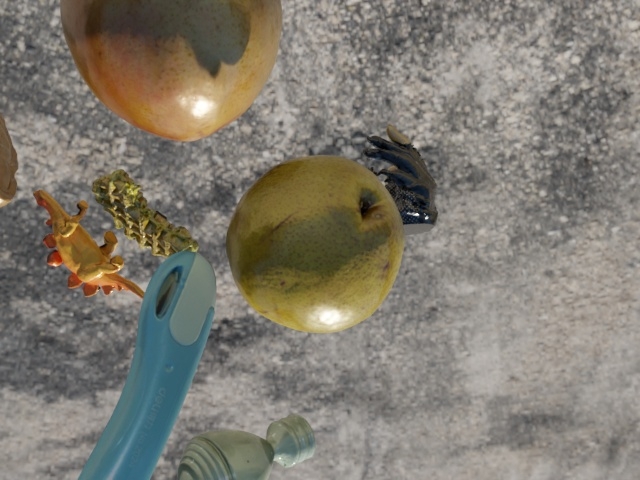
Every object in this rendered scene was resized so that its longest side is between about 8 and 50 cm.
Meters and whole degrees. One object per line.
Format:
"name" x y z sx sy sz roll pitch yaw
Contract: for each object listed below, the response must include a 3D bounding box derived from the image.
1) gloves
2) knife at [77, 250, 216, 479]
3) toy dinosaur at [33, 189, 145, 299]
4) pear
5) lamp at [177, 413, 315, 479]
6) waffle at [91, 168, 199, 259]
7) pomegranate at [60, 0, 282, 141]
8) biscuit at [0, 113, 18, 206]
"gloves" 0.136 -0.104 1.239 0.106 0.180 0.129 -8 169 27
"knife" -0.127 0.108 0.563 0.031 0.221 0.064 -9 143 43
"toy dinosaur" -0.387 0.036 1.290 0.117 0.070 0.288 -36 100 26
"pear" 0.000 0.000 0.898 0.209 0.208 0.208 -1 147 -1
"lamp" -0.093 0.276 0.972 0.193 0.106 0.106 -15 162 -43
"waffle" -0.286 -0.037 1.263 0.149 0.051 0.194 -6 129 49
"pomegranate" -0.188 -0.294 1.027 0.320 0.319 0.319 -1 147 -1
"biscuit" -0.682 -0.224 1.431 0.057 0.351 0.312 -32 127 7
